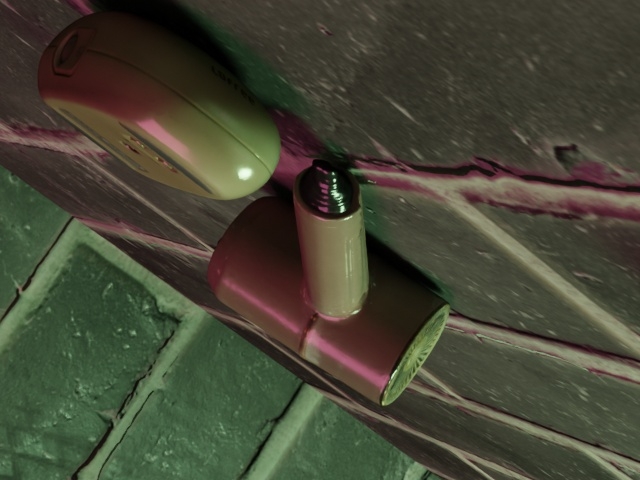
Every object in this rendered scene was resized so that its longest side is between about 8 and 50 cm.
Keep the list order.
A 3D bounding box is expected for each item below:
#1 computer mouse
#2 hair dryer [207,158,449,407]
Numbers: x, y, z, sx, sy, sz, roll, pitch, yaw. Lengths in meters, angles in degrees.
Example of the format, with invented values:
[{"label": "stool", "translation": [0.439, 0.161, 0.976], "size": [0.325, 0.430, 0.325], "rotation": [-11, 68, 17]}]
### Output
[{"label": "computer mouse", "translation": [-0.109, -0.094, 1.186], "size": [0.145, 0.082, 0.236], "rotation": [37, 173, -24]}, {"label": "hair dryer", "translation": [0.000, 0.000, 1.342], "size": [0.189, 0.107, 0.344], "rotation": [33, 162, 14]}]
